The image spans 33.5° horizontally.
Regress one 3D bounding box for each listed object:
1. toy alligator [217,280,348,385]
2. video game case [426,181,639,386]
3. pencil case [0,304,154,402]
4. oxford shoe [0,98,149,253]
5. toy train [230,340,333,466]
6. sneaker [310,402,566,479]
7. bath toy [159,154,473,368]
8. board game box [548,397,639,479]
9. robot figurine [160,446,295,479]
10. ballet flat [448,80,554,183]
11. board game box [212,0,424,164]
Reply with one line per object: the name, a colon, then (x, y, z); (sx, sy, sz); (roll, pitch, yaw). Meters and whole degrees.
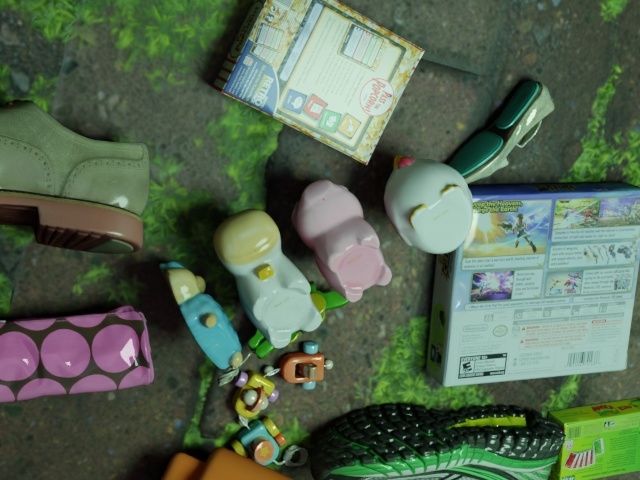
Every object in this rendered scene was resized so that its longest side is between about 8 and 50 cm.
toy alligator: (-0.052, 0.097, 1.240); (0.189, 0.056, 0.051); (-33, 74, -9)
video game case: (0.273, 0.051, 1.340); (0.269, 0.061, 0.244); (-2, 108, -20)
pencil case: (-0.285, 0.119, 1.138); (0.209, 0.095, 0.098); (-4, 91, -22)
oxford shoe: (-0.340, -0.083, 1.062); (0.348, 0.123, 0.130); (15, 74, -22)
toy train: (-0.045, 0.206, 1.275); (0.125, 0.046, 0.166); (2, 104, -21)
sneaker: (0.148, 0.293, 1.325); (0.343, 0.134, 0.146); (5, 104, -22)
bath toy: (0.000, 0.000, 1.185); (0.348, 0.129, 0.151); (-26, 121, -10)
board game box: (0.400, 0.273, 1.463); (0.181, 0.043, 0.092); (-5, 108, -19)
robot figurine: (-0.084, 0.322, 1.231); (0.219, 0.128, 0.158); (25, 125, 1)
ballet flat: (0.221, -0.118, 1.275); (0.168, 0.057, 0.052); (-46, 125, -2)
board game box: (-0.001, -0.190, 1.174); (0.193, 0.045, 0.147); (25, 95, -25)
